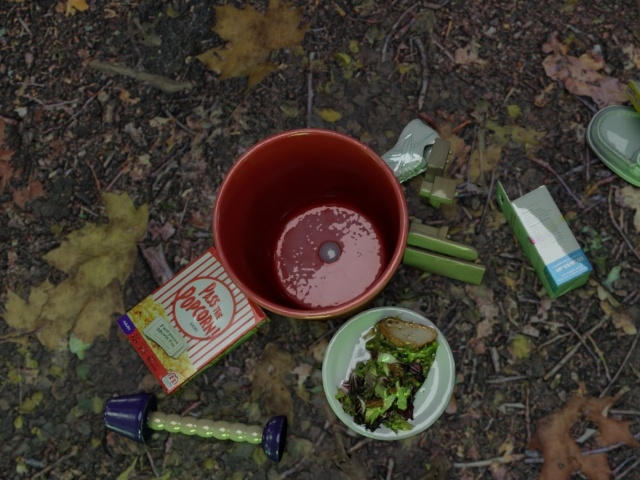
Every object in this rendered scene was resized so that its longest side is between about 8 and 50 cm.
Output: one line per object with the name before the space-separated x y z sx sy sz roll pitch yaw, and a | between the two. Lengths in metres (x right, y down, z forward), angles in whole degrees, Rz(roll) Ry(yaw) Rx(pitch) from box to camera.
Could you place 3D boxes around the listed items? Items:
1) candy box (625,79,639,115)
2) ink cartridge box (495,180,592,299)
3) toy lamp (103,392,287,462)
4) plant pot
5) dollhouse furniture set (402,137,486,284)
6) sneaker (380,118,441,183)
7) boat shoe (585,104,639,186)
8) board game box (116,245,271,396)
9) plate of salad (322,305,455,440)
candy box | 0.560 -0.181 1.530 0.205 0.027 0.105 14 33 -9
ink cartridge box | 0.331 -0.012 1.545 0.061 0.104 0.181 -27 74 0
toy lamp | -0.190 0.279 1.561 0.274 0.080 0.080 8 77 7
plant pot | 0.000 0.000 1.516 0.274 0.243 0.275 -2 76 8
dollhouse furniture set | 0.207 -0.042 1.564 0.123 0.144 0.151 15 64 6
sneaker | 0.130 -0.120 1.621 0.061 0.054 0.152 35 83 27
boat shoe | 0.552 -0.117 1.541 0.320 0.103 0.118 32 82 14
board game box | -0.197 0.126 1.614 0.193 0.045 0.147 -39 74 -3
plate of salad | 0.102 0.198 1.537 0.199 0.048 0.200 0 88 -1
